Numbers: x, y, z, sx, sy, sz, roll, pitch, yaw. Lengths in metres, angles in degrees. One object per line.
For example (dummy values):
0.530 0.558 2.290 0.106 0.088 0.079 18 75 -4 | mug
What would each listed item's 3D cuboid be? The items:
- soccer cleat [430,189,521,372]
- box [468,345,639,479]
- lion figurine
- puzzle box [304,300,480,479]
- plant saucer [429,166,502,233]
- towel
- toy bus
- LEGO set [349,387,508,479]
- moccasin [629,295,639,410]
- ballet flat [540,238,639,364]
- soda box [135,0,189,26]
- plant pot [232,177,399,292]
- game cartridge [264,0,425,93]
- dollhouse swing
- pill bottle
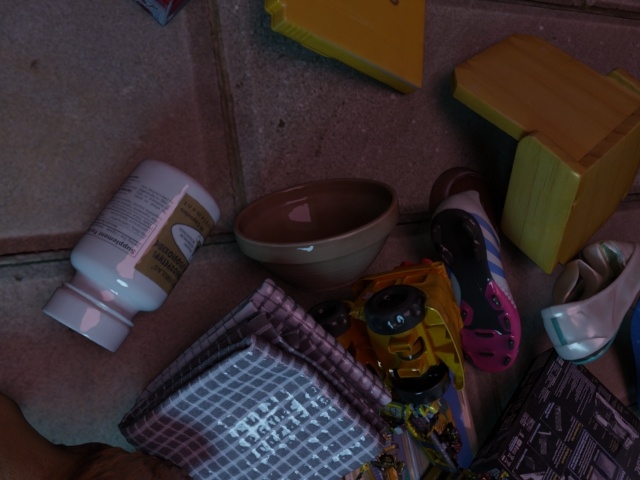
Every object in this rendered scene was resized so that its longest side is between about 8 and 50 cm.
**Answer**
0.282 0.068 0.957 0.143 0.116 0.331 -46 122 -50 | soccer cleat
0.420 0.357 0.927 0.242 0.076 0.307 45 48 8 | box
-0.337 0.254 0.595 0.392 0.142 0.240 33 46 14 | lion figurine
0.119 0.287 0.874 0.272 0.052 0.409 -9 82 -28 | puzzle box
0.280 -0.059 1.035 0.168 0.029 0.169 4 79 -25 | plant saucer
-0.081 0.223 0.690 0.235 0.283 0.121 45 23 -11 | towel
0.092 0.108 0.785 0.150 0.220 0.211 66 27 -25 | toy bus
0.130 0.358 0.706 0.331 0.192 0.255 -34 104 -31 | LEGO set
0.700 0.206 1.136 0.116 0.137 0.342 -26 121 -48 | moccasin
0.537 0.074 1.056 0.400 0.139 0.139 -34 98 -38 | ballet flat
-0.186 -0.456 0.840 0.092 0.083 0.263 39 69 -15 | soda box
0.000 0.000 0.798 0.237 0.237 0.110 -23 116 -26 | plant pot
0.054 -0.431 0.930 0.323 0.052 0.286 12 77 -37 | game cartridge
0.427 -0.186 1.088 0.346 0.305 0.315 -35 141 -31 | dollhouse swing
-0.241 0.020 0.716 0.131 0.131 0.229 37 69 -16 | pill bottle
